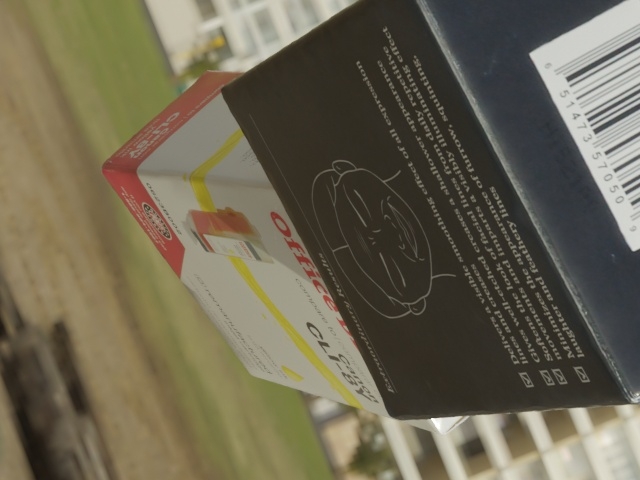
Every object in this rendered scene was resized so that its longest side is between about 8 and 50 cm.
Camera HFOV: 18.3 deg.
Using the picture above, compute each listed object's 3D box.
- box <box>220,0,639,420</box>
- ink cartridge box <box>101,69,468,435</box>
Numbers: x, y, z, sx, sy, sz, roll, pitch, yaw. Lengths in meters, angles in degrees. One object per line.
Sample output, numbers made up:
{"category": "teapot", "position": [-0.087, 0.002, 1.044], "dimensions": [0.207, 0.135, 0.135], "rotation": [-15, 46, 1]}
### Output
{"category": "box", "position": [0.135, -0.055, 1.365], "dimensions": [0.293, 0.212, 0.395], "rotation": [62, -20, -4]}
{"category": "ink cartridge box", "position": [0.000, 0.000, 1.798], "dimensions": [0.279, 0.160, 0.384], "rotation": [56, -20, -20]}
